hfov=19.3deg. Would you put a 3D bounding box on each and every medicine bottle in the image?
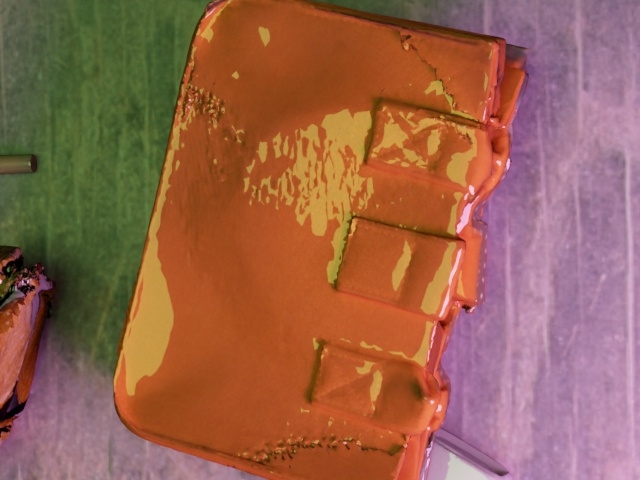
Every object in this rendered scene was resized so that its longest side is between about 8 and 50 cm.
[{"bbox_3d":[0.086,0.263,1.654,0.119,0.069,0.183,30,96,15],"label":"medicine bottle"}]

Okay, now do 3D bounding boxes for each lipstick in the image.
[{"bbox_3d":[-0.315,-0.072,1.777,0.094,0.019,0.019,0,91,14],"label":"lipstick"}]

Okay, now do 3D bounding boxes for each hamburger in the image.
[{"bbox_3d":[-0.319,0.110,1.681,0.106,0.231,0.231,27,97,8],"label":"hamburger"}]

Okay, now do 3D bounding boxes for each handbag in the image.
[{"bbox_3d":[0.000,0.000,1.623,0.303,0.116,0.410,15,92,22],"label":"handbag"}]
